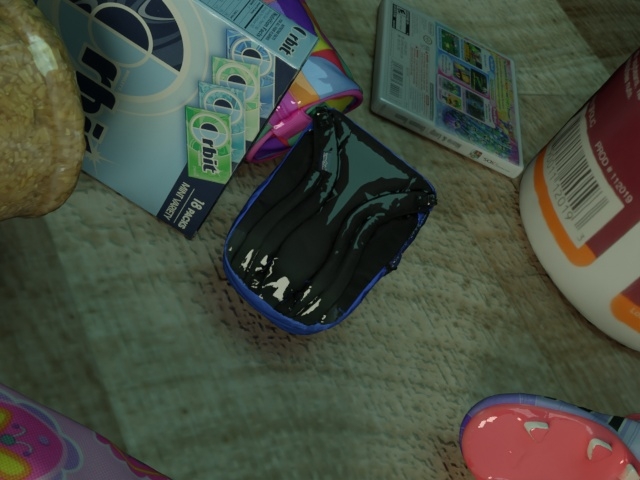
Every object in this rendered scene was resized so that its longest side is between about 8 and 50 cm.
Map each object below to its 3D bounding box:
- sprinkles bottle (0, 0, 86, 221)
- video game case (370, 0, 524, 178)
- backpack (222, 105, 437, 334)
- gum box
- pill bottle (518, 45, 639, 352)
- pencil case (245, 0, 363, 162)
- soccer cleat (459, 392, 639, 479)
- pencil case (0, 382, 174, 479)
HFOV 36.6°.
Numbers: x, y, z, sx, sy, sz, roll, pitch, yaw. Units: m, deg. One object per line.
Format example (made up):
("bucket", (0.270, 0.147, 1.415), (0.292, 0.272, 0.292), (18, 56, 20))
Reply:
("sprinkles bottle", (-0.267, -0.023, 0.367), (0.355, 0.121, 0.121), (-22, 69, -45))
("video game case", (0.112, -0.138, 0.849), (0.143, 0.019, 0.157), (23, 44, -17))
("backpack", (0.000, 0.000, 0.597), (0.098, 0.101, 0.120), (36, 74, 3))
("gum box", (-0.117, -0.105, 0.561), (0.184, 0.157, 0.041), (33, 43, -6))
("pill bottle", (0.345, -0.101, 0.699), (0.224, 0.392, 0.224), (19, 46, -21))
("pencil case", (-0.066, -0.171, 0.664), (0.104, 0.104, 0.236), (-30, 87, -46))
("soccer cleat", (0.192, 0.144, 0.630), (0.248, 0.083, 0.095), (18, 21, -17))
("pencil case", (-0.126, 0.128, 0.390), (0.284, 0.124, 0.124), (28, 43, -11))
